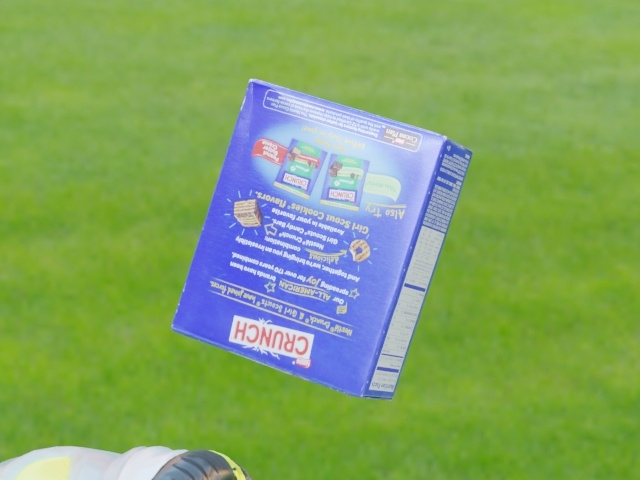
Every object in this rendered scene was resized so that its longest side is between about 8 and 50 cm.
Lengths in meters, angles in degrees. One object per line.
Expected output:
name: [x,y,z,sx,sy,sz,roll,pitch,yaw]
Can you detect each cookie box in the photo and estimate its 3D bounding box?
cookie box: [0.000,0.000,0.773,0.091,0.107,0.040,19,1,24]

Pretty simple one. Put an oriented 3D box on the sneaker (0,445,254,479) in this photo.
sneaker: [-0.136,0.248,0.676,0.147,0.145,0.385,1,51,33]
